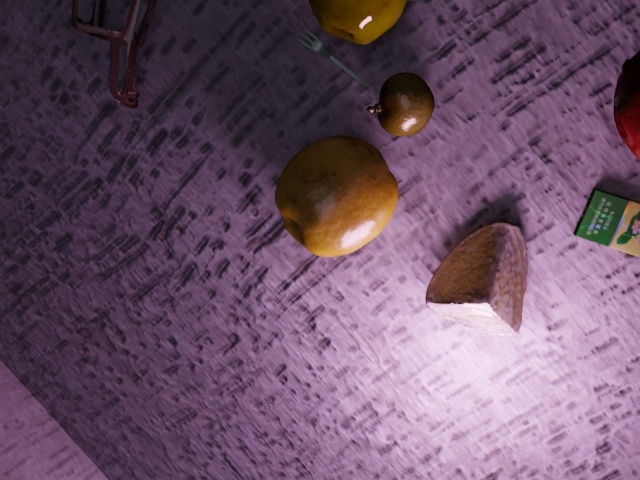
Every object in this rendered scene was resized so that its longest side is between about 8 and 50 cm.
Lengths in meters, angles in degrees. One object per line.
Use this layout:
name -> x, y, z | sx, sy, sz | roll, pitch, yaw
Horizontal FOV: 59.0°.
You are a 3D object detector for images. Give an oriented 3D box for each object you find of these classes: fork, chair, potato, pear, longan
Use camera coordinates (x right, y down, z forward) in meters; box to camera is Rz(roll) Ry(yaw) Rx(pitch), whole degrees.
fork -> 0.039, -0.480, 1.513 | 0.235, 0.021, 0.039 | 39, 113, 1
chair -> -0.584, -0.550, 1.568 | 0.183, 0.175, 0.326 | 14, 100, 1
potato -> 0.435, 0.098, 1.519 | 0.189, 0.211, 0.264 | 5, 69, 48
pear -> 0.041, -0.115, 1.454 | 0.314, 0.314, 0.314 | 3, 104, 13
longan -> 0.203, -0.344, 1.435 | 0.176, 0.145, 0.154 | -4, 87, -11
pear -> 0.101, -0.635, 1.347 | 0.253, 0.253, 0.307 | 26, 101, 6

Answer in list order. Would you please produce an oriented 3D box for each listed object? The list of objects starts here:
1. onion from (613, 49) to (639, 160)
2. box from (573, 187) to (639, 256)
onion -> 0.800, -0.300, 1.220 | 0.341, 0.341, 0.341 | 3, 104, 13
box -> 0.783, -0.035, 1.429 | 0.235, 0.034, 0.132 | 20, 107, 8
